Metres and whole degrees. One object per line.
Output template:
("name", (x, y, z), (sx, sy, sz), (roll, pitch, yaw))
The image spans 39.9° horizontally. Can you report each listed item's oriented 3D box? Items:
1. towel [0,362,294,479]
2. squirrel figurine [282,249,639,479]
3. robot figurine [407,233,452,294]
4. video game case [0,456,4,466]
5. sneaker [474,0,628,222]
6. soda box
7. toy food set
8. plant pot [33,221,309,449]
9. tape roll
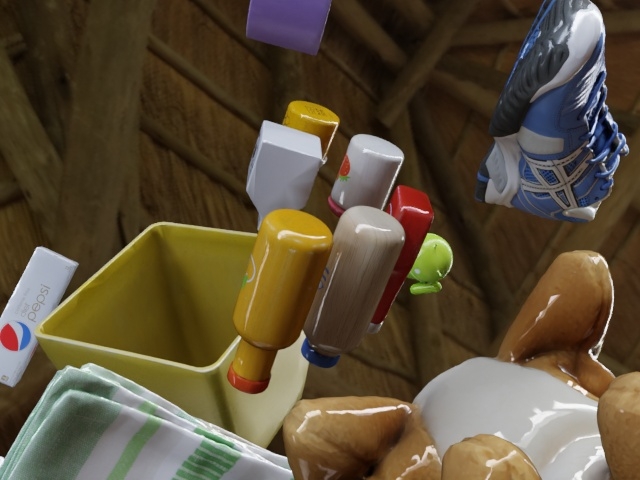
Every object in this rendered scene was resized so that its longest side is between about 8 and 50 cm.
("towel", (-0.112, 0.261, 0.687), (0.325, 0.038, 0.248), (30, -95, -26))
("squirrel figurine", (0.194, 0.266, 0.576), (0.281, 0.370, 0.397), (-20, -58, -23))
("robot figurine", (0.142, 0.023, 1.231), (0.067, 0.115, 0.101), (-13, -83, -15))
("video game case", (-0.534, 0.350, 1.169), (0.227, 0.206, 0.026), (27, -60, -33))
("sneaker", (0.147, -0.072, 0.529), (0.080, 0.081, 0.211), (-63, -14, -13))
("soda box", (-0.468, 0.120, 1.410), (0.069, 0.074, 0.216), (26, -95, -10))
("toy food set", (0.000, 0.000, 0.569), (0.111, 0.232, 0.104), (16, -65, -11))
("plant pot", (-0.126, 0.123, 0.918), (0.212, 0.212, 0.187), (-50, -41, -47))
("tape roll", (-0.019, -0.298, 0.934), (0.080, 0.189, 0.189), (15, -72, -4))
